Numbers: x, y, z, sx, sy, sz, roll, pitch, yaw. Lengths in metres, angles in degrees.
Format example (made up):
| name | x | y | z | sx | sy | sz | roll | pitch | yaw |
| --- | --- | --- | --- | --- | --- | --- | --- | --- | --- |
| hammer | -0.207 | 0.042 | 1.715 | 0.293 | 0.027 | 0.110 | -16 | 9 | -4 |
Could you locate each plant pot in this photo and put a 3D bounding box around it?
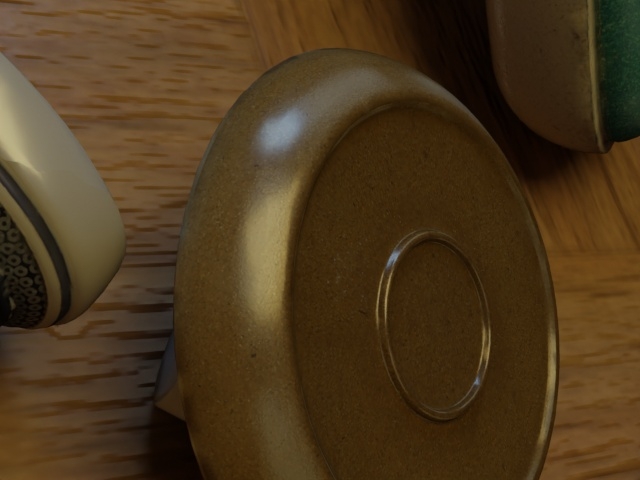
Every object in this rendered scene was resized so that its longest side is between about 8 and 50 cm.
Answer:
| name | x | y | z | sx | sy | sz | roll | pitch | yaw |
| --- | --- | --- | --- | --- | --- | --- | --- | --- | --- |
| plant pot | 0.038 | 0.035 | 0.471 | 0.236 | 0.032 | 0.236 | 12 | 75 | -48 |

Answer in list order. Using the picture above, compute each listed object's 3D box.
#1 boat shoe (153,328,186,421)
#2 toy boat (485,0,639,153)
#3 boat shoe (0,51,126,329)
| name | x | y | z | sx | sy | sz | roll | pitch | yaw |
| --- | --- | --- | --- | --- | --- | --- | --- | --- | --- |
| boat shoe | 0.000 | 0.000 | 0.507 | 0.070 | 0.078 | 0.219 | 35 | 46 | -8 |
| toy boat | 0.187 | -0.206 | 0.677 | 0.318 | 0.148 | 0.267 | -49 | 136 | -59 |
| boat shoe | -0.238 | -0.045 | 0.362 | 0.340 | 0.127 | 0.158 | 35 | 54 | 1 |
